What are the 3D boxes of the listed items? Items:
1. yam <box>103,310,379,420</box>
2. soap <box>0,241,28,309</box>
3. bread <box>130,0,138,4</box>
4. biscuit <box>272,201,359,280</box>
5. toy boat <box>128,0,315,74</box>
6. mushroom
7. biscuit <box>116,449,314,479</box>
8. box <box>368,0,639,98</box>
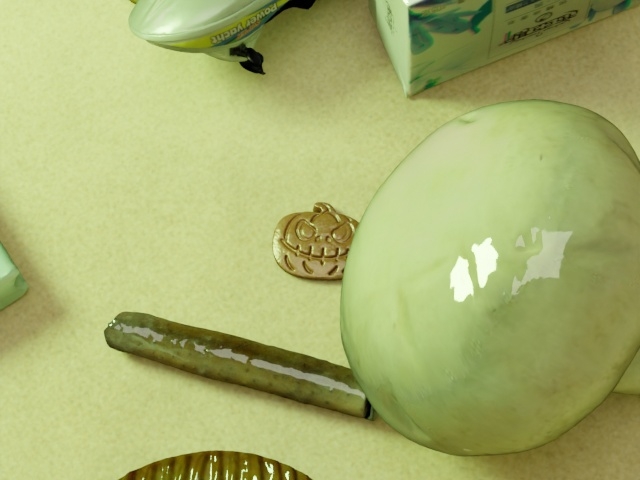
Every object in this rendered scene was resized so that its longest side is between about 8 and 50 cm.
[{"bbox_3d":[-0.070,0.111,1.594,0.264,0.046,0.046,15,71,9],"label":"yam"},{"bbox_3d":[-0.376,-0.007,1.651,0.119,0.066,0.198,-33,70,-7],"label":"soap"},{"bbox_3d":[-0.113,-0.321,1.762,0.088,0.049,0.226,39,77,18],"label":"bread"},{"bbox_3d":[0.000,0.000,1.648,0.091,0.015,0.078,1,69,5],"label":"biscuit"},{"bbox_3d":[-0.057,-0.248,1.689,0.141,0.141,0.269,42,75,17],"label":"toy boat"},{"bbox_3d":[0.183,0.029,1.470,0.356,0.315,0.315,-1,68,17],"label":"mushroom"},{"bbox_3d":[-0.096,0.334,1.513,0.318,0.040,0.318,-2,68,4],"label":"biscuit"},{"bbox_3d":[0.184,-0.266,1.633,0.274,0.203,0.116,-22,73,-5],"label":"box"}]
